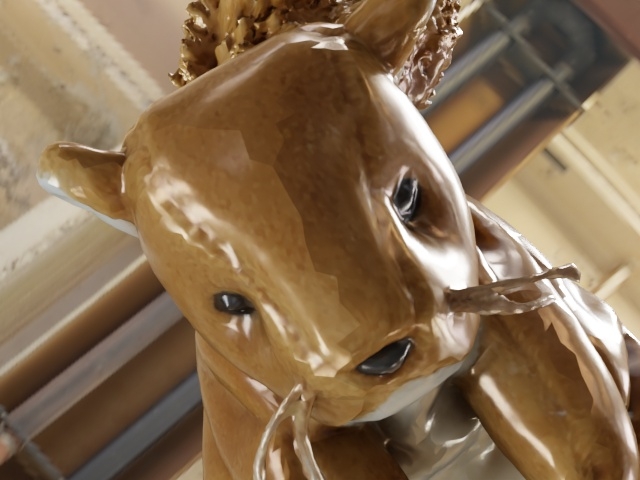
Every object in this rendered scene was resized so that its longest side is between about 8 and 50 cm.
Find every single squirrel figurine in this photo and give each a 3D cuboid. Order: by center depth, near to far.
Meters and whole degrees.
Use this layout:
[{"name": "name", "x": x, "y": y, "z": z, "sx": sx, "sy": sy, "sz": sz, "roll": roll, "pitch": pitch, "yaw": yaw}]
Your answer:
[{"name": "squirrel figurine", "x": 0.000, "y": 0.000, "z": 0.754, "sx": 0.281, "sy": 0.370, "sz": 0.397, "roll": -27, "pitch": -126, "yaw": 7}]
